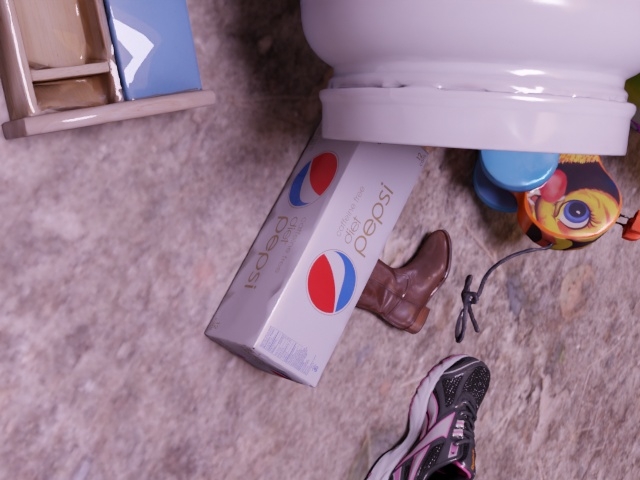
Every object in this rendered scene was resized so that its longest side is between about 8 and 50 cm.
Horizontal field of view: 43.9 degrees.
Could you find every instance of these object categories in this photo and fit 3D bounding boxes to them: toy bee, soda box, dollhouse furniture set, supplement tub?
[{"bbox_3d":[0.223,-0.055,0.747,0.195,0.162,0.299,-47,143,-78],"label":"toy bee"},{"bbox_3d":[0.000,0.000,0.630,0.069,0.073,0.216,39,70,-32],"label":"soda box"},{"bbox_3d":[-0.112,-0.159,0.387,0.286,0.303,0.198,-18,103,-36],"label":"dollhouse furniture set"},{"bbox_3d":[0.107,-0.222,0.505,0.235,0.235,0.325,-3,100,-38],"label":"supplement tub"}]

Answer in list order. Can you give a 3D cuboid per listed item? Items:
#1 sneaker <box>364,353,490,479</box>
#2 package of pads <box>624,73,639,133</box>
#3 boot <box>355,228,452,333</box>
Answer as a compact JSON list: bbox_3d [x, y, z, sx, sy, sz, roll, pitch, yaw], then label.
[{"bbox_3d":[0.118,0.191,0.733,0.072,0.077,0.178,47,64,-31],"label":"sneaker"},{"bbox_3d":[0.347,-0.175,0.797,0.296,0.229,0.101,31,105,-36],"label":"package of pads"},{"bbox_3d":[0.060,0.019,0.706,0.114,0.037,0.107,28,74,-31],"label":"boot"}]
